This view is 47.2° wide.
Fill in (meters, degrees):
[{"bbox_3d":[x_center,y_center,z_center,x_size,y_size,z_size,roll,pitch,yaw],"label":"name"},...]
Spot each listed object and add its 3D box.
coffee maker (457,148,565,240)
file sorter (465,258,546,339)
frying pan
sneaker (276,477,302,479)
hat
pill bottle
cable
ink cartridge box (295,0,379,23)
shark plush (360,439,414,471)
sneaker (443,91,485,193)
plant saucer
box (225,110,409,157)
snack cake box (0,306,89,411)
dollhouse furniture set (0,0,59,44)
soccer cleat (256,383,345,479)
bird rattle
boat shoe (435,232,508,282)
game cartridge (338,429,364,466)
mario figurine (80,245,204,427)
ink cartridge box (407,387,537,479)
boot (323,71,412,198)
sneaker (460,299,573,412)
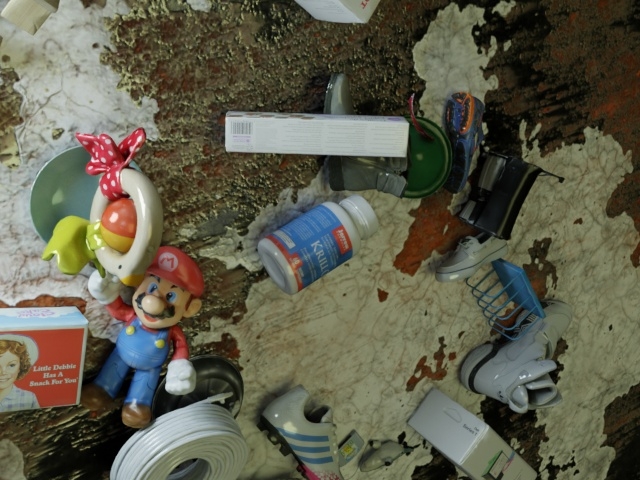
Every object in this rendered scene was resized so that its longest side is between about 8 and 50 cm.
[{"bbox_3d":[0.413,-0.092,1.624,0.120,0.171,0.178,16,99,-43],"label":"coffee maker"},{"bbox_3d":[0.441,0.139,1.760,0.104,0.118,0.170,-41,124,-9],"label":"file sorter"},{"bbox_3d":[-0.278,0.365,1.425,0.326,0.053,0.197,-45,124,-15],"label":"frying pan"},{"bbox_3d":[-0.120,0.559,1.572,0.305,0.114,0.152,44,67,-40],"label":"sneaker"},{"bbox_3d":[0.210,-0.167,1.439,0.208,0.183,0.173,14,91,-20],"label":"hat"},{"bbox_3d":[0.000,0.000,1.422,0.221,0.124,0.124,-33,121,-19],"label":"pill bottle"},{"bbox_3d":[-0.258,0.422,1.367,0.257,0.089,0.257,-11,128,-33],"label":"cable"},{"bbox_3d":[-0.002,-0.499,1.215,0.232,0.168,0.171,32,89,-36],"label":"ink cartridge box"},{"bbox_3d":[0.162,0.515,1.773,0.161,0.073,0.067,-13,136,-50],"label":"shark plush"},{"bbox_3d":[0.313,-0.207,1.579,0.087,0.083,0.221,-6,114,-40],"label":"sneaker"},{"bbox_3d":[-0.381,-0.065,1.208,0.195,0.037,0.195,-11,112,-29],"label":"plant saucer"},{"bbox_3d":[-0.007,-0.189,1.303,0.324,0.063,0.067,0,110,-4],"label":"box"},{"bbox_3d":[-0.522,0.191,1.178,0.264,0.089,0.152,2,104,-33],"label":"snack cake box"},{"bbox_3d":[-0.476,-0.355,1.051,0.151,0.123,0.144,-37,131,26],"label":"dollhouse furniture set"},{"bbox_3d":[-0.001,0.446,1.585,0.143,0.116,0.331,-42,124,-13],"label":"soccer cleat"},{"bbox_3d":[-0.304,-0.044,1.130,0.143,0.207,0.253,13,110,-53],"label":"bird rattle"},{"bbox_3d":[0.342,0.027,1.689,0.226,0.083,0.076,-24,108,-37],"label":"boat shoe"},{"bbox_3d":[0.064,0.486,1.704,0.083,0.017,0.056,-43,128,-13],"label":"game cartridge"},{"bbox_3d":[-0.308,0.161,1.256,0.198,0.170,0.320,17,99,-38],"label":"mario figurine"},{"bbox_3d":[0.371,0.508,1.792,0.117,0.201,0.278,-50,125,-8],"label":"ink cartridge box"},{"bbox_3d":[0.096,-0.199,1.387,0.083,0.161,0.246,-60,149,-56],"label":"boot"},{"bbox_3d":[0.545,0.293,1.822,0.366,0.210,0.137,-31,121,-20],"label":"sneaker"}]
